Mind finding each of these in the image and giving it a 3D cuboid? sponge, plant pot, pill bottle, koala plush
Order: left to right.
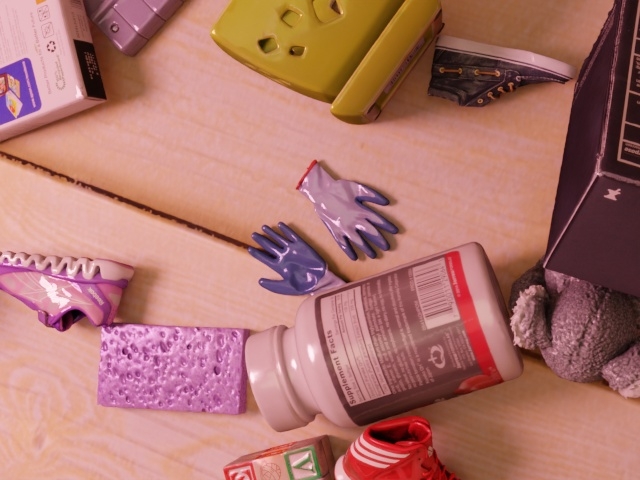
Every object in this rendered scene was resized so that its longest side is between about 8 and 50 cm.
[{"bbox_3d":[-0.203,0.175,1.423,0.210,0.031,0.117,2,88,14],"label":"sponge"},{"bbox_3d":[0.025,-0.272,1.291,0.207,0.227,0.228,36,96,4],"label":"plant pot"},{"bbox_3d":[0.076,0.131,1.286,0.318,0.176,0.176,-19,85,12],"label":"pill bottle"},{"bbox_3d":[0.310,0.082,1.181,0.196,0.221,0.203,31,126,13],"label":"koala plush"}]

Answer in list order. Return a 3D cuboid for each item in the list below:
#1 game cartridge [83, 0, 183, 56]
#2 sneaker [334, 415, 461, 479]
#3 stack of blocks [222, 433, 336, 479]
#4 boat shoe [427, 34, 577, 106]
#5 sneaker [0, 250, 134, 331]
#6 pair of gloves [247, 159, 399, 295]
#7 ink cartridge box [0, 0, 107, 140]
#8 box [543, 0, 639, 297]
[{"bbox_3d":[-0.310,-0.461,1.451,0.355,0.068,0.230,46,102,10],"label":"game cartridge"},{"bbox_3d":[0.137,0.296,1.272,0.221,0.087,0.128,21,132,-7],"label":"sneaker"},{"bbox_3d":[0.000,0.411,1.342,0.171,0.087,0.297,-17,85,12],"label":"stack of blocks"},{"bbox_3d":[0.229,-0.205,1.324,0.183,0.065,0.083,14,100,15],"label":"boat shoe"},{"bbox_3d":[-0.377,0.072,1.429,0.236,0.095,0.105,5,85,12],"label":"sneaker"},{"bbox_3d":[0.000,0.000,1.387,0.159,0.023,0.198,39,96,13],"label":"pair of gloves"},{"bbox_3d":[-0.481,-0.226,1.459,0.371,0.069,0.176,-16,86,22],"label":"ink cartridge box"},{"bbox_3d":[0.420,-0.083,1.116,0.296,0.183,0.294,18,53,3],"label":"box"}]
